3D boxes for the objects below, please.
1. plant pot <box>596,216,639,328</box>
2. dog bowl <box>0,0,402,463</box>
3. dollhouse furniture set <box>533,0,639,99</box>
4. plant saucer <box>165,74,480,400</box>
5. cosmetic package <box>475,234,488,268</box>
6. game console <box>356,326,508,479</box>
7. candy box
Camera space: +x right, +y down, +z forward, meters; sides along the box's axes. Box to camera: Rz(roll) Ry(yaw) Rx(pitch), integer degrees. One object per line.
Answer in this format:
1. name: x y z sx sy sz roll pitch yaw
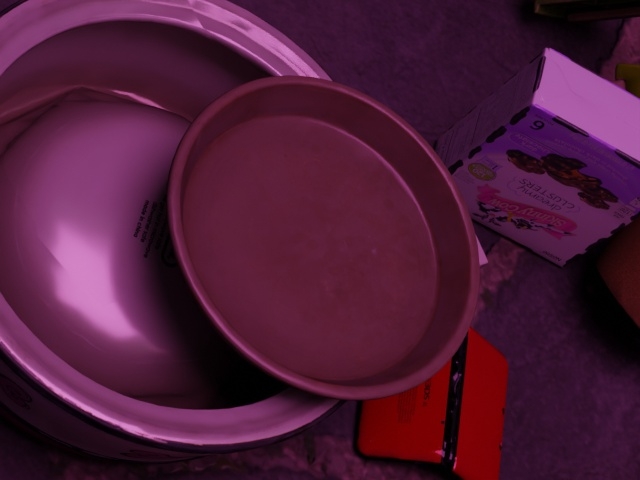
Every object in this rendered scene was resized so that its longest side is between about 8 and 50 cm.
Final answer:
1. plant pot: 0.389 -0.014 1.850 0.237 0.254 0.237 47 14 -15
2. dog bowl: -0.145 -0.002 1.616 0.408 0.150 0.408 13 61 -24
3. dollhouse furniture set: 0.367 -0.165 2.039 0.301 0.151 0.197 3 86 -47
4. plant saucer: 0.000 0.000 1.581 0.278 0.041 0.277 13 61 -24
5. cosmetic package: 0.086 0.026 1.789 0.115 0.060 0.041 -17 76 -33
6. game console: 0.101 0.146 1.769 0.124 0.085 0.144 4 60 7
7. candy box: 0.215 -0.071 1.823 0.165 0.196 0.070 27 57 -16
